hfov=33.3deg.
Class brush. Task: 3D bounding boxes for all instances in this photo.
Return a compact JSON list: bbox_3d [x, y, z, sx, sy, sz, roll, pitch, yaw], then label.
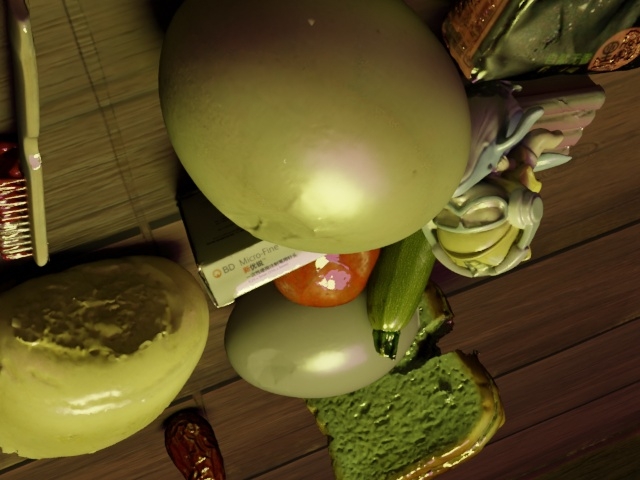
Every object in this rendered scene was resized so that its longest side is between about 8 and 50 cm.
[{"bbox_3d":[-0.247,-0.082,0.858,0.050,0.060,0.321,-5,149,-16],"label":"brush"}]

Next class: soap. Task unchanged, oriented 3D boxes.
[{"bbox_3d":[0.194,-0.128,1.150,0.203,0.065,0.122,-11,149,-27],"label":"soap"}]

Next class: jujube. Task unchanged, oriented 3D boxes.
[{"bbox_3d":[-0.181,0.311,1.558,0.077,0.129,0.077,-22,150,-14],"label":"jujube"}]

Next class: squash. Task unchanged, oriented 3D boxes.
[{"bbox_3d":[0.100,0.006,1.192,0.252,0.066,0.066,-67,154,-11],"label":"squash"}]

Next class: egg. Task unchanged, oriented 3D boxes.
[{"bbox_3d":[-0.003,-0.101,0.843,0.219,0.219,0.269,-39,118,25],"label":"egg"},{"bbox_3d":[-0.001,0.099,1.273,0.232,0.176,0.176,-14,152,-16],"label":"egg"}]

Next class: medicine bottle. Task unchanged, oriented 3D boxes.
[{"bbox_3d":[-0.032,-0.033,1.021,0.201,0.171,0.052,-26,117,-4],"label":"medicine bottle"}]

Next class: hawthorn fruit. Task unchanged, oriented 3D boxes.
[{"bbox_3d":[0.000,0.000,1.146,0.133,0.132,0.138,-25,144,-1],"label":"hawthorn fruit"}]

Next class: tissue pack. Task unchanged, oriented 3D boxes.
[{"bbox_3d":[0.267,-0.269,0.893,0.245,0.123,0.332,-11,150,-33],"label":"tissue pack"}]

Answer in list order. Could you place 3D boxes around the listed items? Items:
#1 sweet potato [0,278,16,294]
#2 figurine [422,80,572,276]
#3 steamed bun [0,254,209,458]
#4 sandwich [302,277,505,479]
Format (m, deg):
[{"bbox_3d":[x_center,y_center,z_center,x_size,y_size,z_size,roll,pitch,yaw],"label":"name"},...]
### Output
[{"bbox_3d":[-0.356,0.072,1.083,0.115,0.026,0.026,-26,154,-3],"label":"sweet potato"},{"bbox_3d":[0.159,-0.061,1.001,0.128,0.183,0.208,2,-173,32],"label":"figurine"},{"bbox_3d":[-0.240,0.139,1.134,0.273,0.166,0.232,-14,152,-35],"label":"steamed bun"},{"bbox_3d":[0.093,0.190,1.418,0.249,0.273,0.095,-32,153,9],"label":"sandwich"}]
